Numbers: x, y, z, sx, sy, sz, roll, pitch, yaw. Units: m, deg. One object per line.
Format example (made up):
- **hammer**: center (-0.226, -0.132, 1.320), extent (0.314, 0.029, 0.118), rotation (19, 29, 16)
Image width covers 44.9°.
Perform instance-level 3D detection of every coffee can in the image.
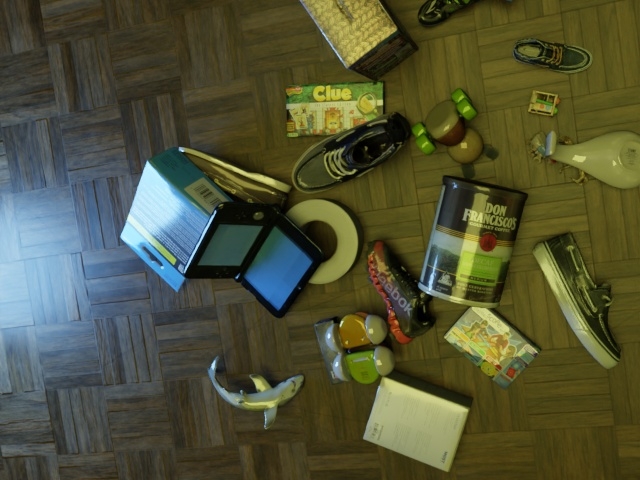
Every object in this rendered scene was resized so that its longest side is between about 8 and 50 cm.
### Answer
- **coffee can**: center (0.360, 0.000, 1.841), extent (0.201, 0.201, 0.275), rotation (14, 100, 15)

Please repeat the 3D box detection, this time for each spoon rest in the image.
- **spoon rest**: center (0.637, -0.198, 1.779), extent (0.276, 0.084, 0.137), rotation (9, 85, -11)

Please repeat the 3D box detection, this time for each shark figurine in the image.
- **shark figurine**: center (-0.194, 0.427, 2.104), extent (0.278, 0.116, 0.166), rotation (10, 64, 8)

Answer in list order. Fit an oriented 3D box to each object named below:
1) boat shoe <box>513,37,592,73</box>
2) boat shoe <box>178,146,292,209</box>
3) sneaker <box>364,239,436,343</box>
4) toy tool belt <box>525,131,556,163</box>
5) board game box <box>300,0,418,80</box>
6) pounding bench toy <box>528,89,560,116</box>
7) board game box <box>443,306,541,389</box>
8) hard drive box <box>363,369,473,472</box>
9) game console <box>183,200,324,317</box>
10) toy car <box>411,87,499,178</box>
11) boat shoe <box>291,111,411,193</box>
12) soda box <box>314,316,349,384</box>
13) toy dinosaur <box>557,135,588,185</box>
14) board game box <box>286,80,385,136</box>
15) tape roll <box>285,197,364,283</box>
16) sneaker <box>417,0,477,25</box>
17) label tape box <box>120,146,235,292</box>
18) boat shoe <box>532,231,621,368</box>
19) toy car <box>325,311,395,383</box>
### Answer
- **boat shoe**: center (0.540, -0.430, 1.806), extent (0.183, 0.083, 0.065), rotation (10, 98, 15)
- **boat shoe**: center (-0.239, -0.159, 2.050), extent (0.324, 0.116, 0.097), rotation (21, 98, 8)
- **sneaker**: center (0.206, 0.119, 1.940), extent (0.135, 0.097, 0.276), rotation (-21, 91, 36)
- **toy tool belt**: center (0.526, -0.214, 1.856), extent (0.051, 0.052, 0.083), rotation (-35, 80, 54)
- **board game box**: center (0.089, -0.522, 1.823), extent (0.141, 0.291, 0.232), rotation (-35, 85, 17)
- **pounding bench toy**: center (0.527, -0.322, 1.820), extent (0.065, 0.083, 0.052), rotation (14, 99, 15)
- **board game box**: center (0.427, 0.255, 1.932), extent (0.201, 0.035, 0.136), rotation (42, 105, 9)
- **hard drive box**: center (0.249, 0.456, 1.976), extent (0.232, 0.089, 0.181), rotation (19, 101, 14)
- **game console**: center (-0.176, 0.059, 1.968), extent (0.293, 0.250, 0.173), rotation (-56, 45, 39)
- **toy car**: center (0.343, -0.242, 1.883), extent (0.155, 0.149, 0.188), rotation (-40, 112, 20)
- **boat shoe**: center (0.055, -0.205, 1.916), extent (0.340, 0.158, 0.127), rotation (-29, 98, 23)
- **soda box**: center (0.038, 0.290, 2.041), extent (0.060, 0.053, 0.169), rotation (-17, 91, 17)
- **toy dinosaur**: center (0.627, -0.175, 1.822), extent (0.183, 0.053, 0.093), rotation (35, 102, 11)
- **board game box**: center (0.037, -0.337, 1.994), extent (0.259, 0.030, 0.136), rotation (0, 93, 16)
- **tape roll**: center (0.000, 0.000, 2.014), extent (0.219, 0.072, 0.219), rotation (2, 97, 16)
- **sneaker**: center (0.317, -0.579, 1.860), extent (0.188, 0.078, 0.067), rotation (-23, 88, 18)
- **label tape box**: center (-0.388, -0.052, 2.087), extent (0.240, 0.106, 0.334), rotation (43, 136, 8)
- **boat shoe**: center (0.626, 0.136, 1.816), extent (0.119, 0.121, 0.335), rotation (-31, 84, 21)
- **toy car**: center (0.112, 0.269, 1.974), extent (0.159, 0.136, 0.182), rotation (-15, 89, 24)
